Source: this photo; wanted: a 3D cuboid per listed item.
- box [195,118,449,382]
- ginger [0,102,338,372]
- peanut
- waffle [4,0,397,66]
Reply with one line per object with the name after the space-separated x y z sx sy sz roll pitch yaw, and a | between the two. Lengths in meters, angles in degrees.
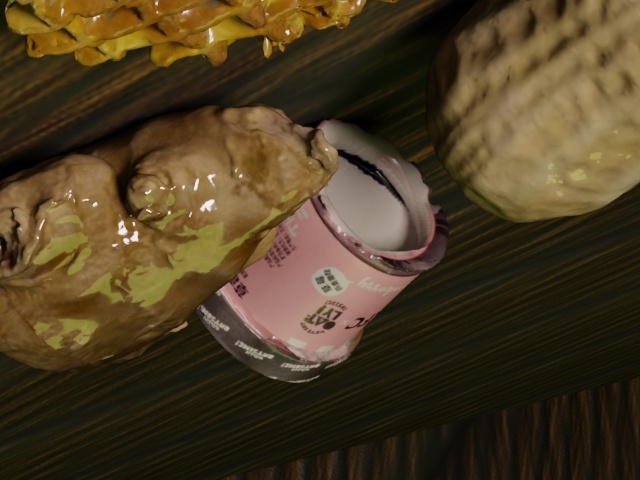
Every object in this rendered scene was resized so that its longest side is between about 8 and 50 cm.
0.000 0.000 1.200 0.135 0.151 0.151 -39 157 33 | box
-0.107 -0.013 1.061 0.218 0.123 0.270 -2 148 -49 | ginger
0.184 -0.116 0.971 0.152 0.152 0.313 -7 159 -39 | peanut
-0.030 -0.139 0.795 0.228 0.051 0.231 -9 165 -34 | waffle
